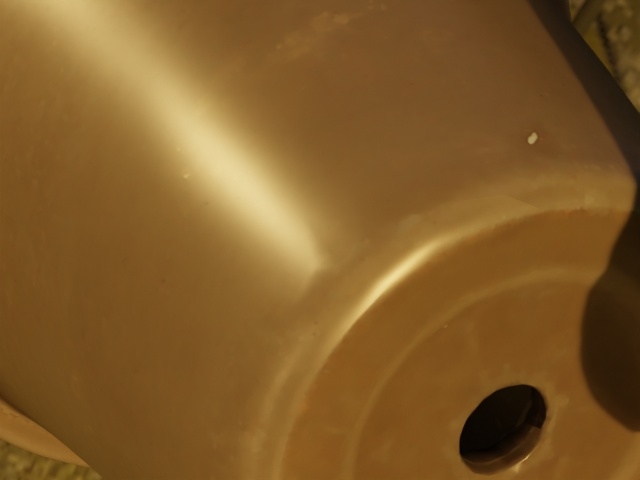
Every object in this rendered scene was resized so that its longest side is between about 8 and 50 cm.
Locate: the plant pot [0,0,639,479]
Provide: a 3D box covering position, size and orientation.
[{"bbox_3d":[0.000,0.000,0.538,0.263,0.263,0.229,-1,29,-29],"label":"plant pot"}]
